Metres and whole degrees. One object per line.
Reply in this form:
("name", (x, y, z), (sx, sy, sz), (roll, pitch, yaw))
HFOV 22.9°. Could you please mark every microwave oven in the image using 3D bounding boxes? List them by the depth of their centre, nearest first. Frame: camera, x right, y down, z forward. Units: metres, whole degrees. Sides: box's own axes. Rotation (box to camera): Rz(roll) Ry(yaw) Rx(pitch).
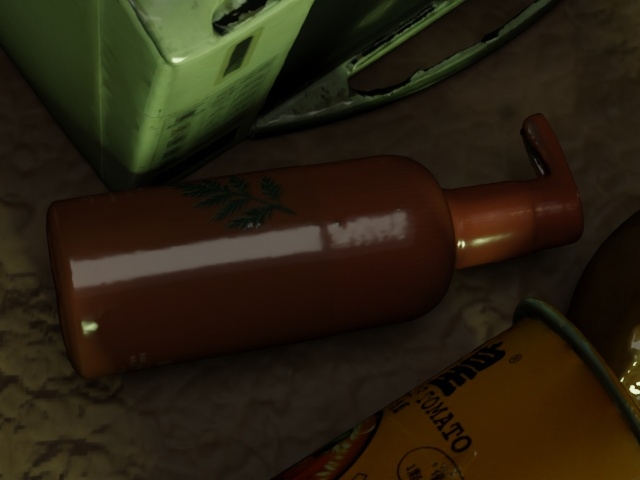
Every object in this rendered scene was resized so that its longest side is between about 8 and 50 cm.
("microwave oven", (-0.004, -0.256, 0.720), (0.394, 0.247, 0.333), (-35, 79, -17))

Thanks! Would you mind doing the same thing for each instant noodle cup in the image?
("instant noodle cup", (0.056, 0.152, 0.613), (0.172, 0.216, 0.216), (-25, 75, -5))

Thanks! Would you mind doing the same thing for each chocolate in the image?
("chocolate", (0.164, 0.044, 0.699), (0.133, 0.127, 0.124), (-22, 103, -18))

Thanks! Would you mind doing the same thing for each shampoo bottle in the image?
("shampoo bottle", (0.000, 0.002, 0.718), (0.244, 0.085, 0.085), (-11, 72, -12))
